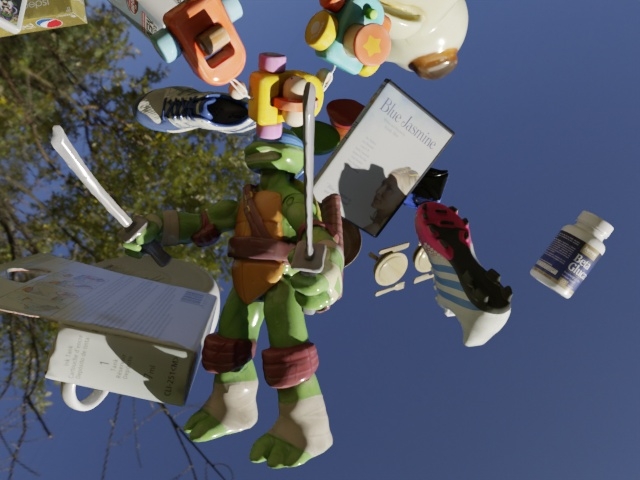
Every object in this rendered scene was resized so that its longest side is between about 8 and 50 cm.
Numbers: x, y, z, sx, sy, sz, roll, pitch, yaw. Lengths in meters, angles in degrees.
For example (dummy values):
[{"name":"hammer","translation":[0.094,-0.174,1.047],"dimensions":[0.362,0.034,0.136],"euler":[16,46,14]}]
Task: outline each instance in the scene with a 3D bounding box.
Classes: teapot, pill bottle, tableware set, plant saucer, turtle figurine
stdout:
[{"name":"teapot","translation":[-0.293,0.148,0.932],"dimensions":[0.256,0.187,0.252],"euler":[1,-160,-26]},{"name":"pill bottle","translation":[0.521,0.027,1.157],"dimensions":[0.094,0.094,0.169],"euler":[40,-80,40]},{"name":"tableware set","translation":[0.199,0.044,1.284],"dimensions":[0.194,0.128,0.039],"euler":[-15,-143,-24]},{"name":"plant saucer","translation":[0.000,0.000,1.372],"dimensions":[0.199,0.036,0.198],"euler":[4,-124,-6]},{"name":"turtle figurine","translation":[-0.078,0.038,0.437],"dimensions":[0.198,0.275,0.266],"euler":[-1,-87,6]}]

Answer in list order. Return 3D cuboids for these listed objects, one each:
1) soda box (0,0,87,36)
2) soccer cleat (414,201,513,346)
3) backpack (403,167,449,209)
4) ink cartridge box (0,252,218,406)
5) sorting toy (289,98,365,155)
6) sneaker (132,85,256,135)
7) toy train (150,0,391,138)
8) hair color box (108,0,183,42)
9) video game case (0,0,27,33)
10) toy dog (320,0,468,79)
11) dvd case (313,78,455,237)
[{"name":"soda box","translation":[-0.533,-0.423,1.032],"dimensions":[0.182,0.061,0.058],"euler":[-8,-87,2]},{"name":"soccer cleat","translation":[0.252,0.059,1.097],"dimensions":[0.116,0.143,0.331],"euler":[1,-140,-17]},{"name":"backpack","translation":[0.231,-0.122,1.345],"dimensions":[0.120,0.101,0.098],"euler":[19,-122,7]},{"name":"ink cartridge box","translation":[-0.244,0.084,0.619],"dimensions":[0.239,0.275,0.060],"euler":[14,-87,-7]},{"name":"sorting toy","translation":[-0.006,-0.233,1.435],"dimensions":[0.127,0.126,0.365],"euler":[32,-130,20]},{"name":"sneaker","translation":[-0.283,-0.304,1.272],"dimensions":[0.297,0.131,0.111],"euler":[1,-87,-4]},{"name":"toy train","translation":[-0.016,-0.133,0.365],"dimensions":[0.166,0.125,0.046],"euler":[-35,-138,-14]},{"name":"hair color box","translation":[-0.380,-0.575,1.092],"dimensions":[0.374,0.113,0.185],"euler":[43,-109,-5]},{"name":"video game case","translation":[-0.527,-0.430,0.830],"dimensions":[0.022,0.190,0.173],"euler":[-7,-107,36]},{"name":"toy dog","translation":[0.174,-0.488,1.002],"dimensions":[0.396,0.408,0.284],"euler":[-15,-116,-5]},{"name":"dvd case","translation":[0.112,-0.143,1.039],"dimensions":[0.253,0.180,0.022],"euler":[-54,-151,12]}]
